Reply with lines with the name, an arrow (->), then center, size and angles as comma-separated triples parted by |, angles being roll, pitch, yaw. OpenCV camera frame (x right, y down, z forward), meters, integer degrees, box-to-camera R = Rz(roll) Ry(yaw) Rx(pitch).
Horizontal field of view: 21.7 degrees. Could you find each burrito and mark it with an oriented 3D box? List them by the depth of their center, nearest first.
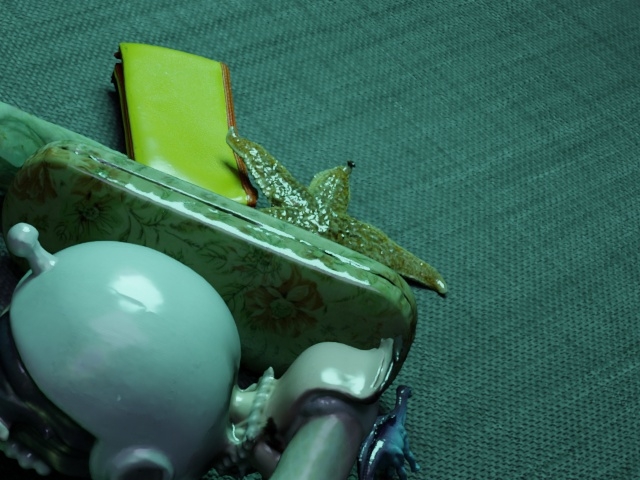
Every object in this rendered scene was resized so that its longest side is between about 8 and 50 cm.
burrito -> -0.325, -0.093, 1.701 | 0.309, 0.066, 0.096 | 20, 65, -38

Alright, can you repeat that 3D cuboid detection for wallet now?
wallet -> -0.155, -0.113, 1.861 | 0.141, 0.067, 0.241 | 6, 47, -21

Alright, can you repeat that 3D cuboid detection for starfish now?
starfish -> -0.003, 0.004, 1.778 | 0.295, 0.048, 0.231 | 36, 45, -5

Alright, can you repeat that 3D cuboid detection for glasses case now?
glasses case -> -0.111, 0.032, 1.639 | 0.425, 0.156, 0.098 | 22, 33, 4

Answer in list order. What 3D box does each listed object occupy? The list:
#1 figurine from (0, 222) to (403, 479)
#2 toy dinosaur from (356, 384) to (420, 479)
figurine -> -0.126, 0.124, 1.498 | 0.361, 0.211, 0.253 | 16, 9, -2
toy dinosaur -> 0.059, 0.200, 1.569 | 0.045, 0.080, 0.197 | -10, 23, 25
